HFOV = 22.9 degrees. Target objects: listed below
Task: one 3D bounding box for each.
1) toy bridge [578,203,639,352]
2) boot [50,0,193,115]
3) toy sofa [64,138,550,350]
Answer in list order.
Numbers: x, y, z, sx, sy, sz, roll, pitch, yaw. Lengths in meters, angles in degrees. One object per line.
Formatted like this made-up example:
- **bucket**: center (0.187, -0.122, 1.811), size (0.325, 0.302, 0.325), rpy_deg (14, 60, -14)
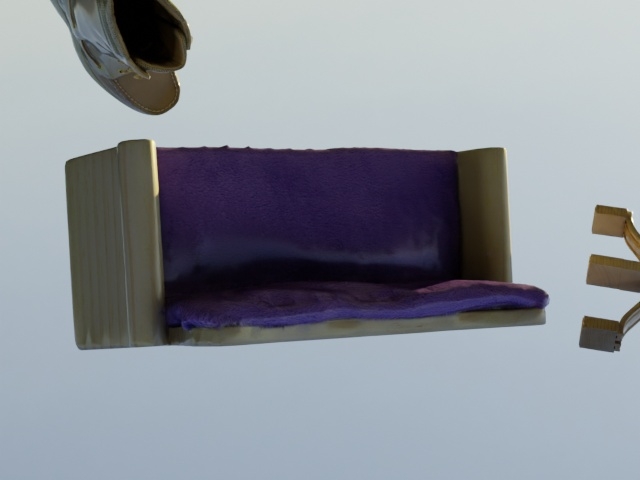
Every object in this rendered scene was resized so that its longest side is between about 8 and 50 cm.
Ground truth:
- **toy bridge**: center (0.260, 0.030, 1.357), size (0.063, 0.026, 0.188), rpy_deg (9, -144, 8)
- **boot**: center (-0.166, -0.176, 1.444), size (0.077, 0.213, 0.165), rpy_deg (-41, -140, -12)
- **toy sofa**: center (0.000, 0.000, 1.210), size (0.362, 0.150, 0.177), rpy_deg (-1, 177, -37)
